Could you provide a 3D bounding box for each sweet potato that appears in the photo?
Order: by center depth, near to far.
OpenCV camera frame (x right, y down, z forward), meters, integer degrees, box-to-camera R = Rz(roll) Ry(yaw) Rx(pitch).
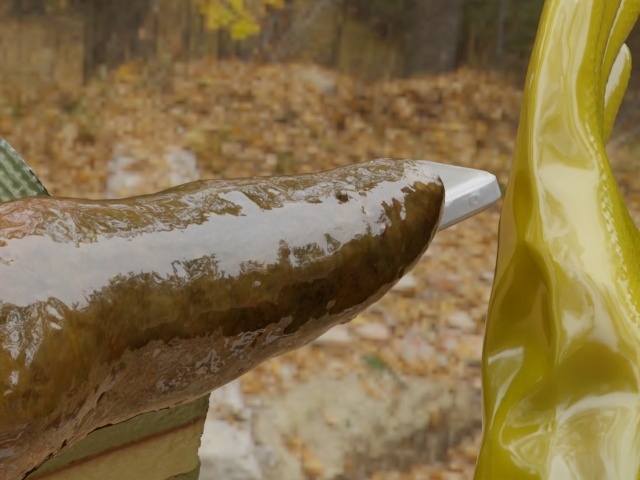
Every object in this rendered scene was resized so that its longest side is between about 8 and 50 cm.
[{"bbox_3d":[-0.066,0.019,0.538,0.097,0.097,0.292,13,23,40],"label":"sweet potato"}]

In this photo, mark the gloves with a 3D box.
[{"bbox_3d":[0.116,0.000,0.607,0.116,0.294,0.133,5,-24,6],"label":"gloves"}]

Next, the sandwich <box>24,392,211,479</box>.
[{"bbox_3d":[-0.167,0.078,0.700,0.187,0.117,0.144,-18,50,-28],"label":"sandwich"}]

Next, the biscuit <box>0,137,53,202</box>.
[{"bbox_3d":[-0.263,0.064,0.990,0.252,0.150,0.052,-42,6,-10],"label":"biscuit"}]

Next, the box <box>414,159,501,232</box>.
[{"bbox_3d":[0.000,0.000,1.208,0.285,0.044,0.142,-24,16,-21],"label":"box"}]
